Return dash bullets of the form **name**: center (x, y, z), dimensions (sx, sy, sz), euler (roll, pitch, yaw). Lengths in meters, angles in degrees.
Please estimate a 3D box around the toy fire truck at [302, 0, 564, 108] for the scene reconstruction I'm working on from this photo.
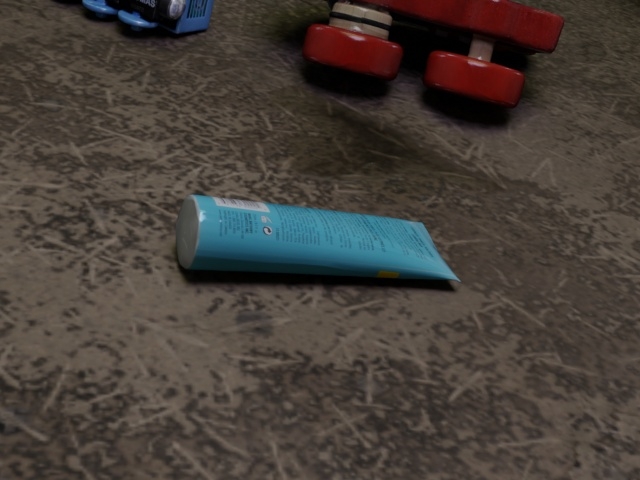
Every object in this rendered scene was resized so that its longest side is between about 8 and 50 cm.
- **toy fire truck**: center (0.103, -0.249, 1.118), dimensions (0.302, 0.169, 0.254), euler (13, 8, -2)

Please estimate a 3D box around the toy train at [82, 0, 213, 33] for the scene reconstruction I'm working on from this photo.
- **toy train**: center (-0.199, -0.272, 1.094), dimensions (0.184, 0.080, 0.105), euler (27, 26, 24)

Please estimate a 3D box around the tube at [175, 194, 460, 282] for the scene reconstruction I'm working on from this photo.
- **tube**: center (0.000, 0.000, 0.775), dimensions (0.207, 0.052, 0.080), euler (4, 38, -24)
